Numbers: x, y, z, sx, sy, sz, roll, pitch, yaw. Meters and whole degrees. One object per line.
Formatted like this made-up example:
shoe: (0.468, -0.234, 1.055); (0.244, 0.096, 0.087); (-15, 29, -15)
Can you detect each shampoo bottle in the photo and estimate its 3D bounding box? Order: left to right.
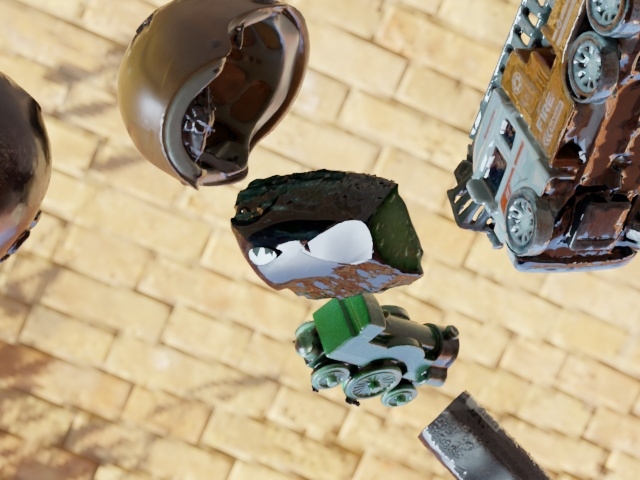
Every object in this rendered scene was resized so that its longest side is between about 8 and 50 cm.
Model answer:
shampoo bottle: (0.169, 0.210, 1.386); (0.207, 0.063, 0.057); (46, -149, 6)

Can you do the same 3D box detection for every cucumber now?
cucumber: (0.000, 0.000, 1.477); (0.086, 0.115, 0.193); (-20, -169, -42)

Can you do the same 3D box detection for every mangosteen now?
mangosteen: (-0.320, -0.063, 1.428); (0.210, 0.210, 0.210); (23, -170, -5)

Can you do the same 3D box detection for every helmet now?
helmet: (-0.114, -0.157, 1.667); (0.130, 0.198, 0.224); (27, -149, 16)

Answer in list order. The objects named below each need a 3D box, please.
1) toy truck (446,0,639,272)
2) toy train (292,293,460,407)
toy truck: (0.206, -0.121, 1.347); (0.133, 0.338, 0.184); (-2, -140, -25)
toy train: (0.055, 0.100, 1.638); (0.178, 0.104, 0.071); (19, -141, -46)
